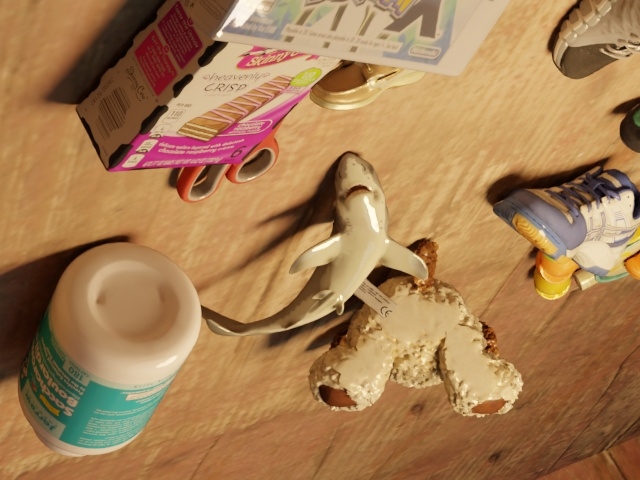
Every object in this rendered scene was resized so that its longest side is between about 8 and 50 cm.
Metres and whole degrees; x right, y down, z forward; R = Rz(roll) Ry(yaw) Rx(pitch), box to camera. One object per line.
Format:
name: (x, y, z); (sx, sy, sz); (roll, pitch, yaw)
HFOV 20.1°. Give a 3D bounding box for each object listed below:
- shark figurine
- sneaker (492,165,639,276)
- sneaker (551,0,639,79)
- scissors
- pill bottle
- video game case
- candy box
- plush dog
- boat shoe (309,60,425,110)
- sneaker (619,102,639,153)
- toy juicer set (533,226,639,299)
shark figurine: (-0.002, 0.023, 1.956); (0.166, 0.116, 0.278); (31, 116, -29)
sneaker: (0.314, -0.044, 2.227); (0.131, 0.112, 0.296); (-52, 156, 13)
sneaker: (0.321, -0.197, 1.775); (0.086, 0.132, 0.228); (-14, 155, -35)
scissors: (-0.044, -0.124, 1.639); (0.109, 0.021, 0.297); (-14, 157, -34)
pill bottle: (-0.222, 0.124, 1.829); (0.146, 0.146, 0.264); (-16, 156, -30)
video game case: (0.088, -0.260, 1.342); (0.329, 0.036, 0.300); (1, 129, -53)
candy box: (-0.069, -0.151, 1.466); (0.159, 0.071, 0.233); (-7, 150, -47)
plush dog: (0.116, 0.117, 2.276); (0.262, 0.210, 0.225); (2, 172, -2)
boat shoe: (0.044, -0.157, 1.636); (0.135, 0.050, 0.045); (-28, 141, -39)
sneaker: (0.425, -0.123, 2.177); (0.224, 0.083, 0.098); (-13, 160, -39)
toy juicer set: (0.407, 0.034, 2.521); (0.209, 0.089, 0.329); (-34, 160, 15)
